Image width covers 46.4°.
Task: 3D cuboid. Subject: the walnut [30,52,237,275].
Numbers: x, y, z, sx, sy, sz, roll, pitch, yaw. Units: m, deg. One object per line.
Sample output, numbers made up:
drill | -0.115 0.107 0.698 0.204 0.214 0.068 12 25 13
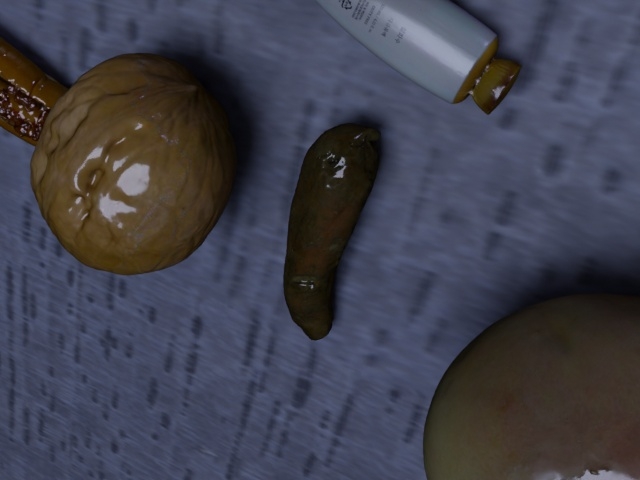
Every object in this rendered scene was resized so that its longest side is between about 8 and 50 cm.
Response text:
walnut | -0.178 -0.072 0.734 0.195 0.195 0.221 42 122 1

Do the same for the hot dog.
hot dog | -0.375 -0.181 0.847 0.249 0.076 0.102 38 132 4

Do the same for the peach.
peach | 0.232 0.182 0.609 0.292 0.247 0.292 35 148 26

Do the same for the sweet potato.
sweet potato | 0.000 0.000 0.749 0.075 0.075 0.273 25 129 14

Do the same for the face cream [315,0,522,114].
face cream | 0.078 -0.171 0.614 0.182 0.051 0.072 35 128 8
